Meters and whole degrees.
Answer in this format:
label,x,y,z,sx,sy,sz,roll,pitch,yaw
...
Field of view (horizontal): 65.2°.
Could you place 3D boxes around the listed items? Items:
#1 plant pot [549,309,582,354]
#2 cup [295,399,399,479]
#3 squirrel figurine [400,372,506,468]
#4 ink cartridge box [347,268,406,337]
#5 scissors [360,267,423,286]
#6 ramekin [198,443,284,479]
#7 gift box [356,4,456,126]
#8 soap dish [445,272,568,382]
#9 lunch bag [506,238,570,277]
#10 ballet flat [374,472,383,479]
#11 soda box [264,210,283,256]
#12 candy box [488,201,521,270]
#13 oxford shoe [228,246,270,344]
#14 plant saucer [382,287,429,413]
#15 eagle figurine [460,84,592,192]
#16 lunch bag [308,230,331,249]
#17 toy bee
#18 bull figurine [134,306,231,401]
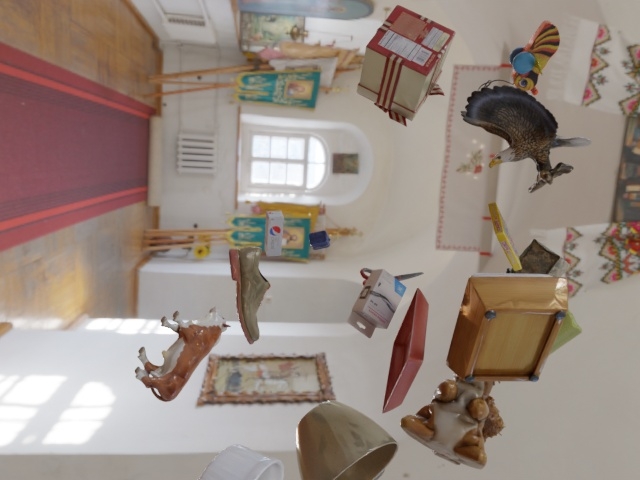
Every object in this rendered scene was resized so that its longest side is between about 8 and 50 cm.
label,x,y,z,sx,sy,sz,roll,pitch,yaw
plant pot,0.718,0.289,1.693,0.276,0.253,0.276,46,22,-24
cup,0.051,0.663,1.611,0.237,0.331,0.331,48,-33,36
squirrel figurine,0.504,0.575,1.750,0.371,0.280,0.397,-61,146,-23
ink cartridge box,0.165,0.185,1.454,0.060,0.104,0.180,-11,-134,60
scissors,0.267,0.144,1.766,0.021,0.297,0.109,-66,-147,31
ramekin,-0.220,0.663,1.270,0.277,0.135,0.277,-47,147,-45
gift box,0.289,-0.562,1.667,0.255,0.276,0.258,-52,170,-20
soap dish,0.440,0.215,1.188,0.118,0.228,0.291,-92,-176,-55
lunch bag,0.931,0.162,2.205,0.169,0.235,0.287,43,-74,35
ballet flat,0.139,0.889,1.842,0.250,0.084,0.058,-49,-134,24
soda box,-0.220,-0.033,2.354,0.069,0.073,0.216,-114,-155,-53
candy box,0.516,-0.008,1.396,0.206,0.027,0.105,45,37,-44
oxford shoe,-0.233,0.192,1.742,0.123,0.130,0.349,-138,-140,-74
plant saucer,0.238,0.304,1.366,0.259,0.047,0.259,-68,173,-50
eagle figurine,0.508,-0.270,1.286,0.298,0.225,0.226,60,-35,6
lunch bag,0.000,0.000,2.310,0.065,0.098,0.067,63,20,-58
toy bee,0.721,-0.596,1.737,0.298,0.162,0.195,-38,-158,52
bull figurine,-0.399,0.311,1.455,0.101,0.188,0.310,2,-124,51
